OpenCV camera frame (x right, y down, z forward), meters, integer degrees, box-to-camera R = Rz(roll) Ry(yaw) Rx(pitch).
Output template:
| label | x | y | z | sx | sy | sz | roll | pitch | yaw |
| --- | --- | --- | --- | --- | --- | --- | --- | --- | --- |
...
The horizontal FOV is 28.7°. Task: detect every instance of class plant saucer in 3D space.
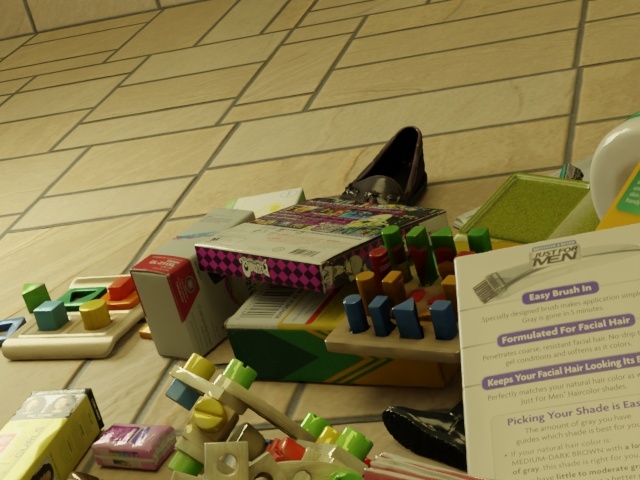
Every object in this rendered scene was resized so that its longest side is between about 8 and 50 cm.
| label | x | y | z | sx | sy | sz | roll | pitch | yaw |
| --- | --- | --- | --- | --- | --- | --- | --- | --- | --- |
| plant saucer | 0.264 | -0.023 | 1.570 | 0.188 | 0.045 | 0.188 | 13 | 48 | 46 |

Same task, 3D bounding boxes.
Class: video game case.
| label | x | y | z | sx | sy | sz | roll | pitch | yaw |
| --- | --- | --- | --- | --- | --- | --- | --- | --- | --- |
| video game case | 0.000 | 0.000 | 1.504 | 0.210 | 0.041 | 0.232 | -23 | 20 | -39 |

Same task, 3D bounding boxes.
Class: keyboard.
| label | x | y | z | sx | sy | sz | roll | pitch | yaw |
| --- | --- | --- | --- | --- | --- | --- | --- | --- | --- |
| keyboard | 0.305 | -0.062 | 1.723 | 0.256 | 0.014 | 0.072 | -24 | 30 | -18 |

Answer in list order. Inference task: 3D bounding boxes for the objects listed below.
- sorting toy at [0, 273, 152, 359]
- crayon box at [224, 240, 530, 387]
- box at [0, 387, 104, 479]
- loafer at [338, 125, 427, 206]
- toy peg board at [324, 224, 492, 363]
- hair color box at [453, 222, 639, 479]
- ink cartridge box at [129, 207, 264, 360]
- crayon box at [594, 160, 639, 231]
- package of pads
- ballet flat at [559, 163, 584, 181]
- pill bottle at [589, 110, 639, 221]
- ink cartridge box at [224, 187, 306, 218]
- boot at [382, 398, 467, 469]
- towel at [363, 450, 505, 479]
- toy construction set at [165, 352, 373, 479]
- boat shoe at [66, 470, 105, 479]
| label | x | y | z | sx | sy | sz | roll | pitch | yaw |
| --- | --- | --- | --- | --- | --- | --- | --- | --- | --- |
| sorting toy | -0.318 | 0.091 | 1.714 | 0.348 | 0.047 | 0.196 | -3 | 26 | 25 |
| crayon box | 0.076 | 0.081 | 1.455 | 0.319 | 0.081 | 0.202 | -1 | 28 | 31 |
| box | -0.325 | 0.248 | 1.360 | 0.087 | 0.058 | 0.232 | -5 | 26 | 21 |
| loafer | 0.079 | -0.069 | 1.741 | 0.109 | 0.095 | 0.302 | 14 | 31 | 14 |
| toy peg board | 0.102 | 0.048 | 1.317 | 0.161 | 0.079 | 0.160 | 1 | 29 | 34 |
| hair color box | 0.218 | 0.151 | 1.048 | 0.185 | 0.110 | 0.338 | -11 | 47 | 14 |
| ink cartridge box | -0.144 | 0.052 | 1.594 | 0.072 | 0.127 | 0.175 | 4 | 30 | 38 |
| crayon box | 0.358 | 0.034 | 1.220 | 0.203 | 0.083 | 0.323 | 18 | 69 | 52 |
| package of pads | -0.203 | 0.224 | 1.371 | 0.083 | 0.032 | 0.050 | -1 | 25 | 29 |
| ballet flat | 0.330 | -0.061 | 1.667 | 0.041 | 0.041 | 0.114 | -2 | 37 | 27 |
| pill bottle | 0.503 | -0.115 | 1.477 | 0.361 | 0.204 | 0.204 | -31 | 28 | -33 |
| ink cartridge box | -0.035 | -0.019 | 1.781 | 0.235 | 0.056 | 0.171 | -10 | 24 | 16 |
| boot | 0.136 | 0.176 | 1.257 | 0.121 | 0.045 | 0.099 | 19 | 43 | 41 |
| towel | 0.096 | 0.262 | 0.922 | 0.144 | 0.197 | 0.029 | 6 | 10 | 38 |
| toy construction set | -0.043 | 0.197 | 1.097 | 0.151 | 0.215 | 0.327 | -54 | 7 | 1 |
| boat shoe | -0.138 | 0.308 | 1.076 | 0.341 | 0.122 | 0.110 | 17 | 76 | 54 |
